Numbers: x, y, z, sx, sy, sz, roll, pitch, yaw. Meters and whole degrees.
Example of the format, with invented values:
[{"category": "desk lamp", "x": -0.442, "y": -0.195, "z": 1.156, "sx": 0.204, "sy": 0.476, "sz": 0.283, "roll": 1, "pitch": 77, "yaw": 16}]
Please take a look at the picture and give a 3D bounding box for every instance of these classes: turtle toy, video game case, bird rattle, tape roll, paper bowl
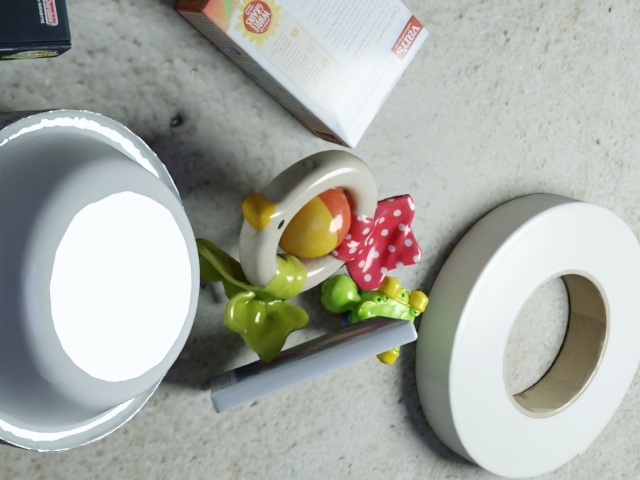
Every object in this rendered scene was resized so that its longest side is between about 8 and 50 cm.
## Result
[{"category": "turtle toy", "x": 0.057, "y": 0.080, "z": 1.117, "sx": 0.130, "sy": 0.066, "sz": 0.095, "roll": 29, "pitch": 92, "yaw": -36}, {"category": "video game case", "x": -0.015, "y": 0.120, "z": 0.976, "sx": 0.201, "sy": 0.183, "sz": 0.023, "roll": -19, "pitch": 89, "yaw": -7}, {"category": "bird rattle", "x": 0.000, "y": 0.000, "z": 0.974, "sx": 0.253, "sy": 0.143, "sz": 0.207, "roll": -24, "pitch": 145, "yaw": -20}, {"category": "tape roll", "x": 0.296, "y": 0.132, "z": 1.302, "sx": 0.391, "sy": 0.072, "sz": 0.392, "roll": -10, "pitch": 108, "yaw": -33}, {"category": "paper bowl", "x": -0.213, "y": 0.032, "z": 0.804, "sx": 0.284, "sy": 0.148, "sz": 0.285, "roll": -3, "pitch": 93, "yaw": -54}]

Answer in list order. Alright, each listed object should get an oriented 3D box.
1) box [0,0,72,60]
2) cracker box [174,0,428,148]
[{"category": "box", "x": -0.298, "y": -0.249, "z": 0.743, "sx": 0.175, "sy": 0.051, "sz": 0.220, "roll": -9, "pitch": 92, "yaw": -33}, {"category": "cracker box", "x": -0.013, "y": -0.223, "z": 0.980, "sx": 0.232, "sy": 0.067, "sz": 0.156, "roll": 39, "pitch": 81, "yaw": -36}]
